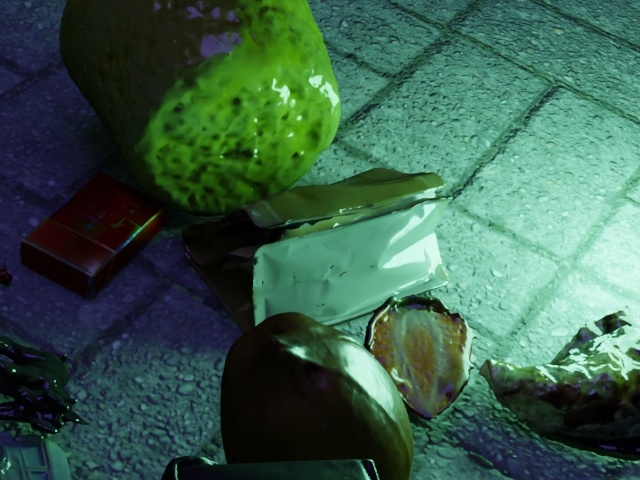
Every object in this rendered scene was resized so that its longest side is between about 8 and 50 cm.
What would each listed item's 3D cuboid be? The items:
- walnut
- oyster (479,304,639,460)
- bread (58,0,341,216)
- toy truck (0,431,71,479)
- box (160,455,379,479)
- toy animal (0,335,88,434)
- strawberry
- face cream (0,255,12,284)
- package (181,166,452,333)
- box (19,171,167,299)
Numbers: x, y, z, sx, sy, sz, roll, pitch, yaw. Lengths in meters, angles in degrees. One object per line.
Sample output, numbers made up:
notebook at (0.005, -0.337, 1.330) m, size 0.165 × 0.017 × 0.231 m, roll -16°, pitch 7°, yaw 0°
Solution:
walnut at (-0.010, 0.186, 1.505) m, size 0.208 × 0.336 × 0.209 m, roll -6°, pitch 55°, yaw 8°
oyster at (0.370, 0.177, 1.773) m, size 0.275 × 0.100 × 0.271 m, roll 36°, pitch 50°, yaw 22°
bread at (-0.158, -0.223, 1.905) m, size 0.348 × 0.348 × 0.308 m, roll -5°, pitch 48°, yaw -19°
toy truck at (-0.291, 0.317, 1.453) m, size 0.140 × 0.108 × 0.257 m, roll 5°, pitch 42°, yaw -29°
box at (-0.059, 0.393, 1.239) m, size 0.204 × 0.345 × 0.251 m, roll 4°, pitch 40°, yaw -29°
toy animal at (-0.330, 0.167, 1.585) m, size 0.148 × 0.085 × 0.232 m, roll 20°, pitch 4°, yaw -13°
strawberry at (0.124, 0.151, 1.758) m, size 0.146 × 0.082 × 0.187 m, roll -1°, pitch 49°, yaw -7°
face cream at (-0.420, 0.028, 1.795) m, size 0.083 × 0.021 × 0.040 m, roll 34°, pitch 48°, yaw 21°
package at (0.008, -0.022, 1.853) m, size 0.311 × 0.165 × 0.221 m, roll -16°, pitch 49°, yaw -30°
box at (-0.292, -0.010, 1.848) m, size 0.112 × 0.048 × 0.175 m, roll 26°, pitch 43°, yaw 13°
